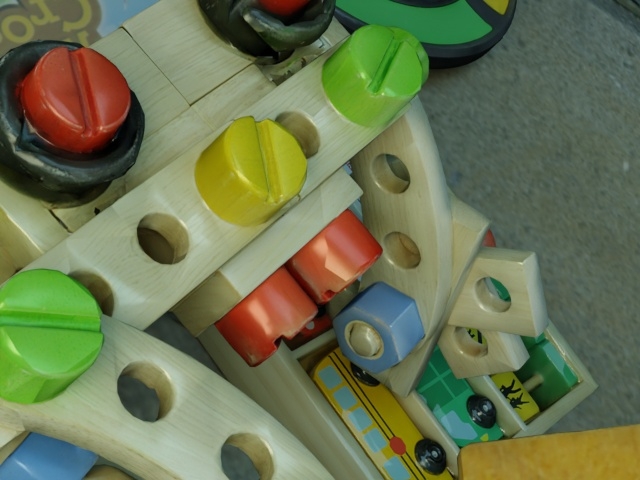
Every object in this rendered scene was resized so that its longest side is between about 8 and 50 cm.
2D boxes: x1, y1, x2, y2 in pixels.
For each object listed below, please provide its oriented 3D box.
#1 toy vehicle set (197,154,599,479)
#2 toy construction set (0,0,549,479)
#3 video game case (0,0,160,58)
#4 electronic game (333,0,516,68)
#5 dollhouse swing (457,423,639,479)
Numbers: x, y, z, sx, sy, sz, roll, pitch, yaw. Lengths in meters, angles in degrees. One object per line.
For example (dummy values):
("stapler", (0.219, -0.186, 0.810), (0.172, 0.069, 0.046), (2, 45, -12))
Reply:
("toy vehicle set", (0.000, 0.000, 0.674), (0.166, 0.035, 0.267), (-28, 78, -48))
("toy construction set", (-0.017, 0.025, 0.470), (0.215, 0.151, 0.328), (49, 33, -1))
("video game case", (-0.164, -0.096, 0.587), (0.212, 0.023, 0.193), (-23, 74, -33))
("electronic game", (0.021, -0.194, 0.836), (0.229, 0.048, 0.229), (22, 47, -26))
("dollhouse swing", (0.247, 0.220, 0.379), (0.315, 0.305, 0.347), (43, 35, -51))
